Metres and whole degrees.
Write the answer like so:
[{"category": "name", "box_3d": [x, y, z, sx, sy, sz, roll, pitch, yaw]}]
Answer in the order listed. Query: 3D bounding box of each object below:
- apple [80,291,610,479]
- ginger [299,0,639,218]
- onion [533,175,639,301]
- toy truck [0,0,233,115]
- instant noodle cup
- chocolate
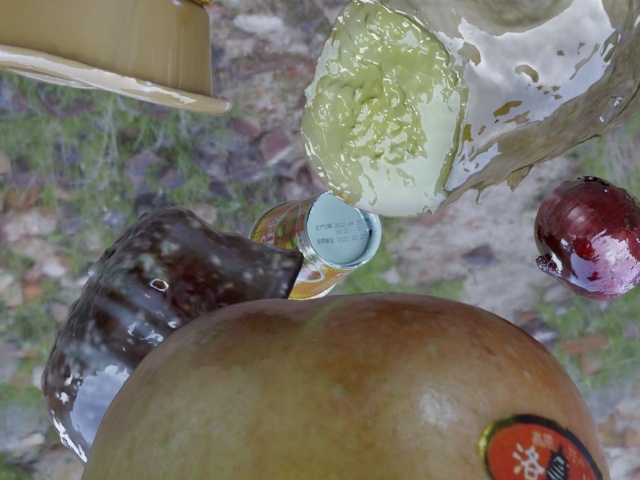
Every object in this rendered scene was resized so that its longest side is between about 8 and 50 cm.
[{"category": "apple", "box_3d": [0.016, 0.199, 0.601, 0.338, 0.305, 0.338, 3, 157, 1]}, {"category": "ginger", "box_3d": [0.119, -0.113, 0.503, 0.270, 0.123, 0.219, -23, 148, -51]}, {"category": "onion", "box_3d": [0.278, -0.002, 0.984, 0.131, 0.131, 0.131, -12, 159, -5]}, {"category": "toy truck", "box_3d": [-0.181, -0.214, 0.680, 0.287, 0.212, 0.204, 17, -172, 19]}, {"category": "instant noodle cup", "box_3d": [0.000, 0.000, 1.389, 0.168, 0.169, 0.185, -4, 171, -23]}, {"category": "chocolate", "box_3d": [-0.191, 0.109, 1.105, 0.210, 0.340, 0.225, 33, 163, -11]}]
